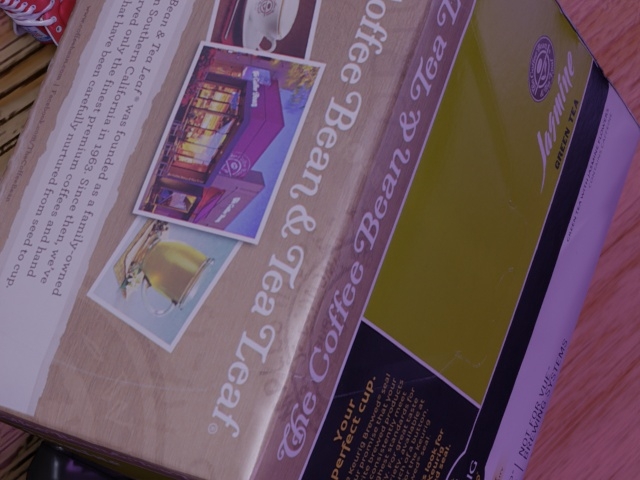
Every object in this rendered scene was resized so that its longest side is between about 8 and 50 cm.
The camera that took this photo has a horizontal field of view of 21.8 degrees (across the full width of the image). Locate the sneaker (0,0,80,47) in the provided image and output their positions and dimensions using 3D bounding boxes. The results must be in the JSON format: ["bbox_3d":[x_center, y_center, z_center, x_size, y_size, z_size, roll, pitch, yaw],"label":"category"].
[{"bbox_3d":[-0.167,-0.131,0.888,0.118,0.042,0.067,-20,124,-45],"label":"sneaker"}]

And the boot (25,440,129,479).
[{"bbox_3d":[-0.104,0.134,1.114,0.198,0.077,0.137,10,100,-53],"label":"boot"}]

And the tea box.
[{"bbox_3d":[0.000,0.000,0.961,0.323,0.220,0.329,41,66,-57],"label":"tea box"}]
